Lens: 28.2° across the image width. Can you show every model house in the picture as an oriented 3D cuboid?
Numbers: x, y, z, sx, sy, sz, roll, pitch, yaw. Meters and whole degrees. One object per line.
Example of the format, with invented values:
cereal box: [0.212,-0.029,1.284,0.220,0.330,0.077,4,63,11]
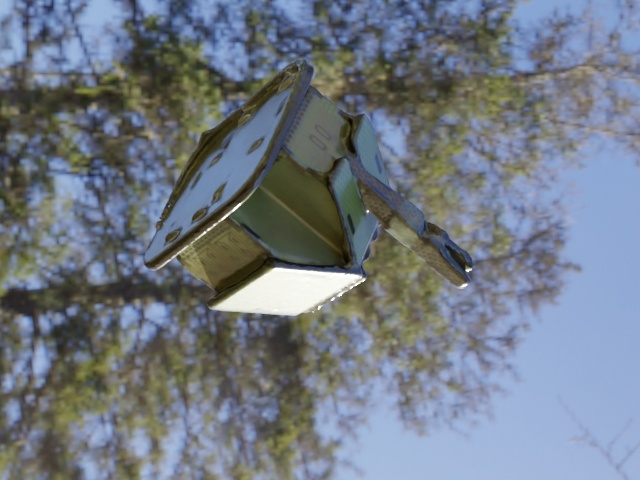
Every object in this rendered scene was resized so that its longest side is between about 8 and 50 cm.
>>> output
model house: [0.000,0.000,1.283,0.218,0.279,0.205,-32,-153,45]
